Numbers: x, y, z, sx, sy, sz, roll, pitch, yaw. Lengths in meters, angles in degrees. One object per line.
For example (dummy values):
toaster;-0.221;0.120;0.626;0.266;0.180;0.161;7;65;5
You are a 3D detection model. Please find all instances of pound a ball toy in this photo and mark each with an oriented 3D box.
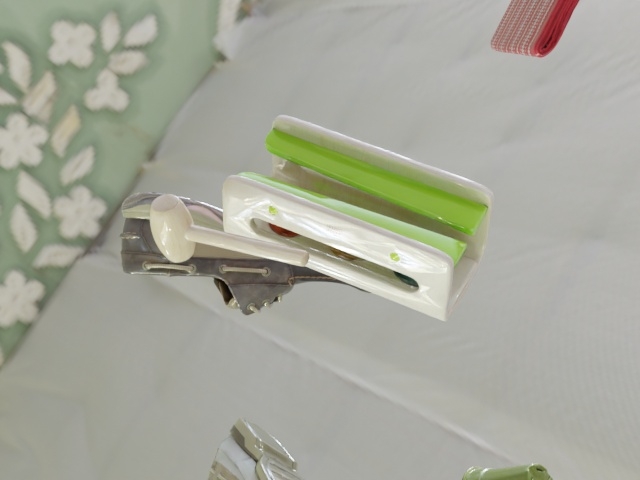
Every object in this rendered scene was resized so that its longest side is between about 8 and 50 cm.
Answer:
pound a ball toy;0.000;0.000;1.331;0.208;0.319;0.135;-55;157;-38

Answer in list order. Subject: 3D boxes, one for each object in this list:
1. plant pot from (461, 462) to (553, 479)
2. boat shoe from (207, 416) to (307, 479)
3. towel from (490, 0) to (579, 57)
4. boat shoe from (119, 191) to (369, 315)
plant pot;0.205;0.271;1.291;0.079;0.083;0.083;-27;-146;36
boat shoe;-0.071;0.325;1.526;0.103;0.113;0.302;-54;-163;0
towel;0.340;-0.369;1.836;0.198;0.031;0.275;-62;-169;7
boat shoe;-0.098;0.032;1.623;0.132;0.356;0.130;180;-77;-81
